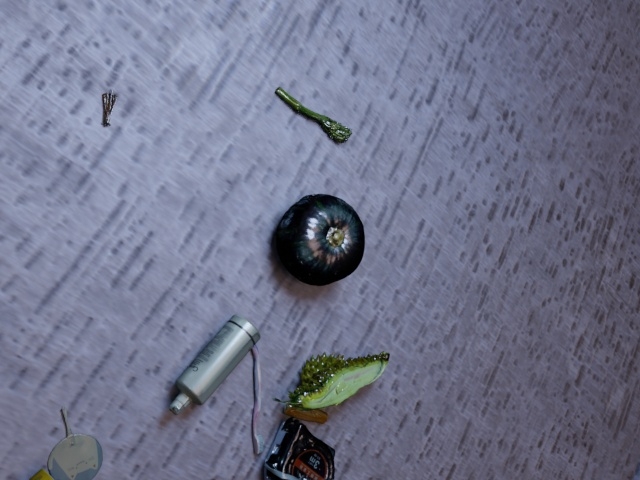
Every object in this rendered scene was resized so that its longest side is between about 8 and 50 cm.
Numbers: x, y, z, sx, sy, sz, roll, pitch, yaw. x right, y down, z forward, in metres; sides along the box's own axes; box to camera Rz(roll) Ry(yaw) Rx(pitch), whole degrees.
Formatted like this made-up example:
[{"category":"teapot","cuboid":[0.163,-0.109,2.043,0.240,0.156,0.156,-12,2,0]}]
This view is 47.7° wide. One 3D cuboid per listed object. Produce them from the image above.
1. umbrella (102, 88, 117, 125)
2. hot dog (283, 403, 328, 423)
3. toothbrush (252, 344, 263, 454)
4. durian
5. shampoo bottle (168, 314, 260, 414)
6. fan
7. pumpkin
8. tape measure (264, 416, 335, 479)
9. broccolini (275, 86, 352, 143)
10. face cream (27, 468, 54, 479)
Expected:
[{"category":"umbrella","cuboid":[-0.452,-0.285,1.548,0.031,0.020,0.083,10,89,-35]},{"category":"hot dog","cuboid":[-0.035,0.436,1.843,0.137,0.028,0.044,21,103,-32]},{"category":"toothbrush","cuboid":[-0.155,0.386,1.760,0.027,0.021,0.269,-4,92,-49]},{"category":"durian","cuboid":[0.022,0.355,1.836,0.375,0.106,0.132,-18,102,-36]},{"category":"shampoo bottle","cuboid":[-0.249,0.290,1.653,0.262,0.085,0.085,-49,116,-26]},{"category":"fan","cuboid":[-0.516,0.430,1.507,0.113,0.005,0.176,-16,101,-34]},{"category":"pumpkin","cuboid":[0.000,0.000,1.788,0.233,0.163,0.233,2,87,-35]},{"category":"tape measure","cuboid":[-0.053,0.561,1.783,0.182,0.107,0.181,47,62,-26]},{"category":"broccolini","cuboid":[-0.019,-0.321,1.853,0.239,0.051,0.054,28,30,-27]},{"category":"face cream","cuboid":[-0.636,0.592,1.360,0.348,0.105,0.105,-41,113,-28]}]
